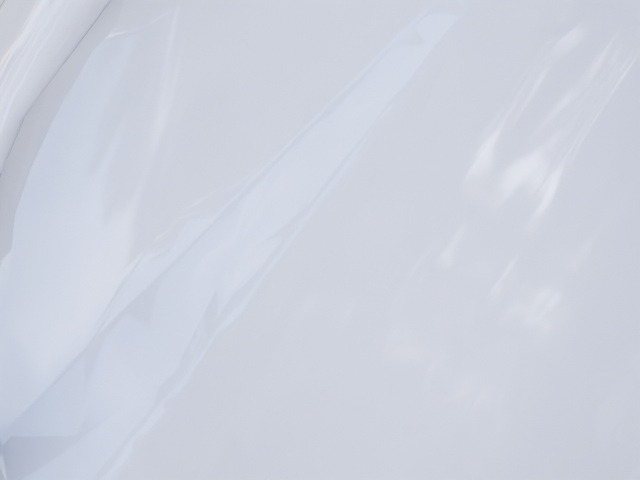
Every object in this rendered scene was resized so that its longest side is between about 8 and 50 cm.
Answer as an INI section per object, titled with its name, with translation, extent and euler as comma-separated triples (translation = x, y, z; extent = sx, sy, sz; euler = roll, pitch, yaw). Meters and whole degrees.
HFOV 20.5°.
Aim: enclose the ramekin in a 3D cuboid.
[ramekin]
translation = 0.000, 0.000, 0.500
extent = 0.273, 0.127, 0.272
euler = -11, 111, -29
